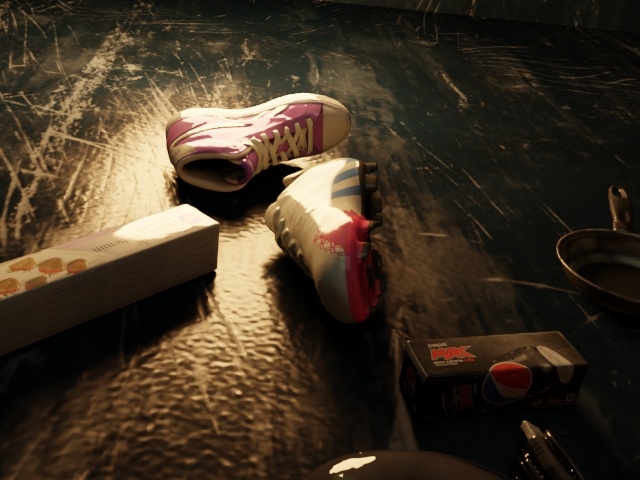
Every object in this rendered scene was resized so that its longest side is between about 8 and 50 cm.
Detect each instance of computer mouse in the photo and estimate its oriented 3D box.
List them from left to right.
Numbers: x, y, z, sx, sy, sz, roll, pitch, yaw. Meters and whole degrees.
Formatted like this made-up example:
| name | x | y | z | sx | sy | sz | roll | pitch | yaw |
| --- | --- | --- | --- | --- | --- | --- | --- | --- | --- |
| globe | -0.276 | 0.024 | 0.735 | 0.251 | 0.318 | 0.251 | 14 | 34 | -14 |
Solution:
| name | x | y | z | sx | sy | sz | roll | pitch | yaw |
| --- | --- | --- | --- | --- | --- | --- | --- | --- | --- |
| computer mouse | 0.096 | 0.200 | 0.583 | 0.273 | 0.072 | 0.188 | 1 | 30 | -11 |

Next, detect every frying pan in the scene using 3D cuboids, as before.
| name | x | y | z | sx | sy | sz | roll | pitch | yaw |
| --- | --- | --- | --- | --- | --- | --- | --- | --- | --- |
| frying pan | 0.378 | 0.011 | 1.025 | 0.197 | 0.053 | 0.326 | 1 | 27 | -12 |

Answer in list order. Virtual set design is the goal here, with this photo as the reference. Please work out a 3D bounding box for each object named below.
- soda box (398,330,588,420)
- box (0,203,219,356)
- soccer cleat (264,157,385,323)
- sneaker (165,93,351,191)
| name | x | y | z | sx | sy | sz | roll | pitch | yaw |
| --- | --- | --- | --- | --- | --- | --- | --- | --- | --- |
| soda box | 0.165 | 0.128 | 0.753 | 0.169 | 0.053 | 0.060 | -2 | 29 | -16 |
| box | -0.245 | 0.041 | 0.807 | 0.063 | 0.067 | 0.324 | 28 | 35 | 33 |
| soccer cleat | 0.000 | 0.000 | 0.916 | 0.143 | 0.115 | 0.331 | -7 | 25 | 8 |
| sneaker | -0.078 | -0.129 | 1.140 | 0.282 | 0.102 | 0.161 | -11 | 35 | -10 |
